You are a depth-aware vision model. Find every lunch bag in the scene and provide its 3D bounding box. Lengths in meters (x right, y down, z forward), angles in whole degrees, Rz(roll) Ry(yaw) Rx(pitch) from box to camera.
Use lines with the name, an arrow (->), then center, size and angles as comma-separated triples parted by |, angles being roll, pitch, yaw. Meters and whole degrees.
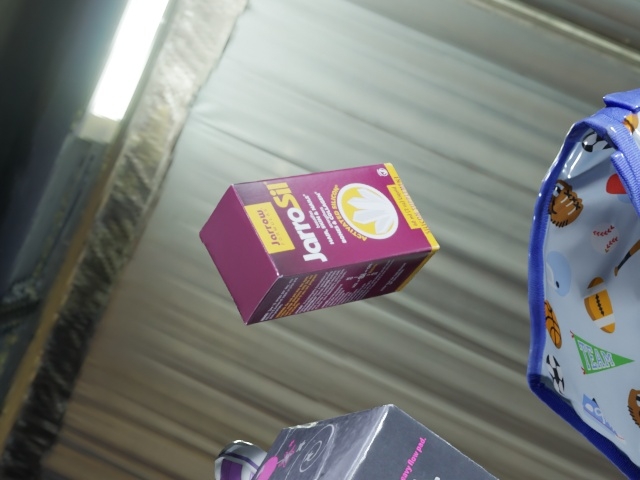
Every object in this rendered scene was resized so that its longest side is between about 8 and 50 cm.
lunch bag -> 0.383, -0.001, 1.110 | 0.328, 0.239, 0.385 | -23, -53, -22

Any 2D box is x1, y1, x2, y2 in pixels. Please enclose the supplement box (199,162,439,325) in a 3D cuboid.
supplement box -> 0.000, 0.000, 1.065 | 0.188, 0.104, 0.081 | -10, -29, -37

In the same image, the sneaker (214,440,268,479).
sneaker -> -0.075, 0.311, 1.190 | 0.161, 0.102, 0.282 | -41, 27, -15

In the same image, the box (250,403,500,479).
box -> -0.004, 0.223, 0.571 | 0.247, 0.142, 0.163 | -56, 10, -23
